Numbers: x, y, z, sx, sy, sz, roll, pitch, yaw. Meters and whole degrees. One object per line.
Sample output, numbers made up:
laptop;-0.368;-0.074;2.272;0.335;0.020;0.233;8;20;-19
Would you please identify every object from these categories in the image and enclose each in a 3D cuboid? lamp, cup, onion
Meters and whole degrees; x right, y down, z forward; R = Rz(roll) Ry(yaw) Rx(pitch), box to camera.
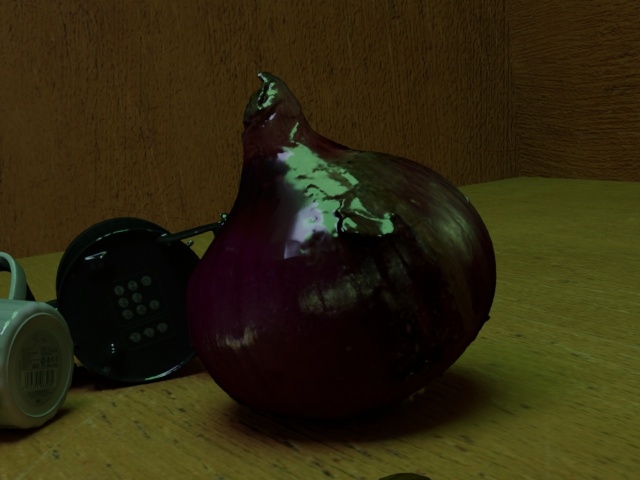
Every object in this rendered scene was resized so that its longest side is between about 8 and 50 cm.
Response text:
lamp;-0.253;0.070;1.389;0.374;0.205;0.272;-17;11;6
cup;-0.415;0.118;1.192;0.202;0.221;0.167;0;-6;21
onion;0.000;0.000;1.097;0.348;0.385;0.348;-23;4;2

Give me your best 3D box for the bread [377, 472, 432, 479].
bread;0.037;0.212;0.618;0.124;0.084;0.344;-4;8;14
